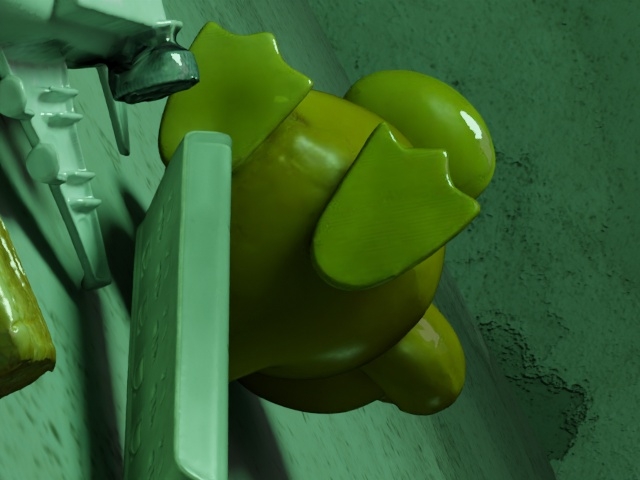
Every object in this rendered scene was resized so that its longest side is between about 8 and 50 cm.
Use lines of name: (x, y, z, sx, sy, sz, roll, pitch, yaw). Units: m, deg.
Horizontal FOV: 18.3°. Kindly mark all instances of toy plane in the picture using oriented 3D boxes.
toy plane: (-0.119, -0.107, 0.845, 0.255, 0.101, 0.251, 17, 60, -80)

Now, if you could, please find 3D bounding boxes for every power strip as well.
power strip: (-0.058, 0.034, 0.829, 0.027, 0.060, 0.252, 16, 39, -17)

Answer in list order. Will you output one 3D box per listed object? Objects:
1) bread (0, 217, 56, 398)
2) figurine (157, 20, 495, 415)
bread: (-0.130, -0.004, 0.616, 0.074, 0.053, 0.132, 25, 40, -85)
figurine: (-0.005, 0.003, 1.027, 0.215, 0.215, 0.228, 65, 20, 6)
